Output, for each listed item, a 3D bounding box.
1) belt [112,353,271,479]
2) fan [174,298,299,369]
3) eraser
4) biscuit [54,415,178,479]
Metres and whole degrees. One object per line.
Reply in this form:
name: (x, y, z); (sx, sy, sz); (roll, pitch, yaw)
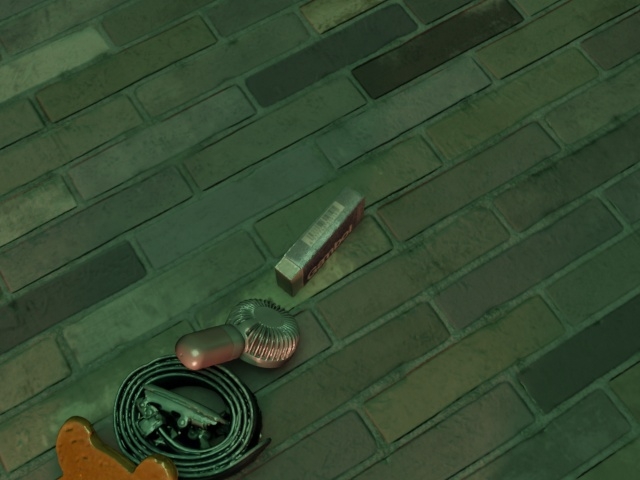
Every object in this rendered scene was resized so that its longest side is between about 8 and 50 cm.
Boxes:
belt: (-0.210, 0.298, 1.458); (0.267, 0.116, 0.206); (10, 69, 10)
fan: (-0.140, 0.166, 1.481); (0.244, 0.074, 0.130); (-10, 44, -47)
eraser: (0.000, 0.000, 1.612); (0.046, 0.092, 0.212); (36, 70, 15)
biscuit: (-0.287, 0.424, 1.376); (0.339, 0.047, 0.216); (18, 100, 23)
